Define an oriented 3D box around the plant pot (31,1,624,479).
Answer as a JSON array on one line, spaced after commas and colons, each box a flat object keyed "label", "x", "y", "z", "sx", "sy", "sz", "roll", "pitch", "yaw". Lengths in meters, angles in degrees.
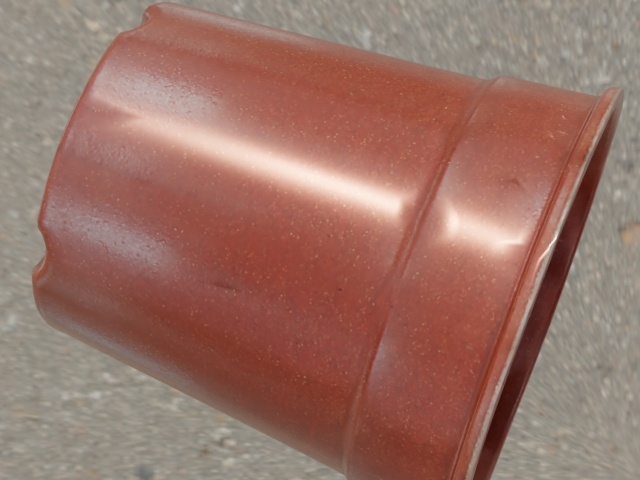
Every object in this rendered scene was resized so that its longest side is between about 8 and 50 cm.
[{"label": "plant pot", "x": 0.000, "y": 0.000, "z": 0.940, "sx": 0.265, "sy": 0.272, "sz": 0.272, "roll": 21, "pitch": 86, "yaw": 11}]
